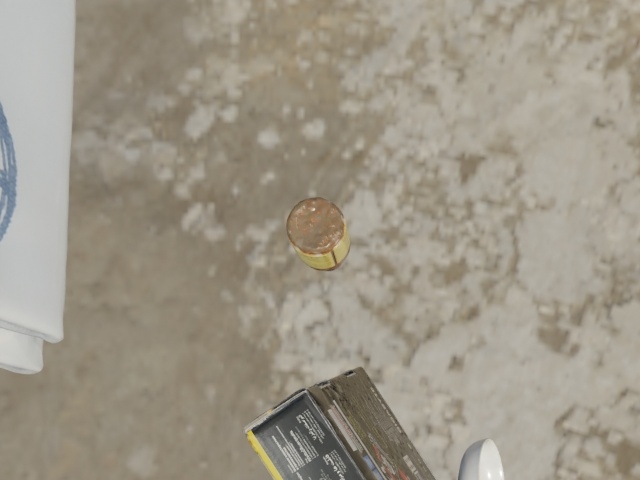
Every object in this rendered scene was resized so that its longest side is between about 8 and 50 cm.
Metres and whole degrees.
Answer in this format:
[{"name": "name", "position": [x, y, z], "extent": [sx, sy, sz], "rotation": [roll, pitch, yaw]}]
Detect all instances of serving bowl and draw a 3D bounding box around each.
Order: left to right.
[{"name": "serving bowl", "position": [0.138, 0.215, 1.462], "extent": [0.027, 0.083, 0.083], "rotation": [-7, 49, 20]}]

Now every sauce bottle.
[{"name": "sauce bottle", "position": [0.000, 0.000, 1.173], "extent": [0.042, 0.128, 0.042], "rotation": [0, 79, 2]}]

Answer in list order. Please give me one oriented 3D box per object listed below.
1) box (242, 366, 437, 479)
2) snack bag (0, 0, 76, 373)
[{"name": "box", "position": [0.072, 0.276, 1.557], "extent": [0.079, 0.257, 0.322], "rotation": [-35, 84, 12]}, {"name": "snack bag", "position": [-0.218, -0.140, 0.560], "extent": [0.343, 0.037, 0.323], "rotation": [20, 60, -44]}]
